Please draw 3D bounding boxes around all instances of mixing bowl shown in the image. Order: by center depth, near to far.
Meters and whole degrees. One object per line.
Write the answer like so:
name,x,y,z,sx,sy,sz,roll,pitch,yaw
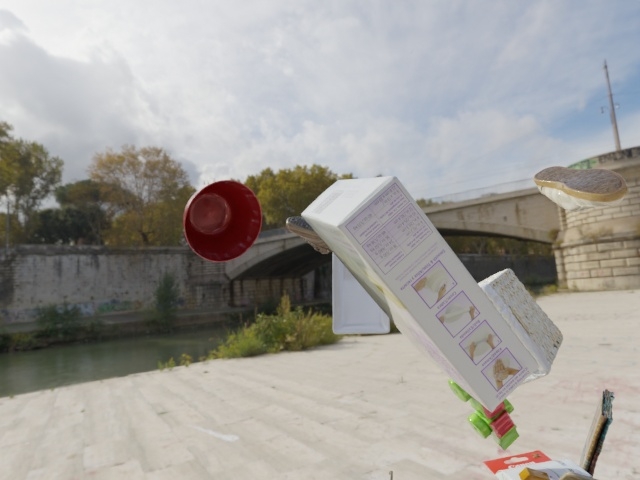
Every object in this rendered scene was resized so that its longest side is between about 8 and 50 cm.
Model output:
mixing bowl,-0.233,-0.051,0.920,0.181,0.182,0.098,1,13,-38

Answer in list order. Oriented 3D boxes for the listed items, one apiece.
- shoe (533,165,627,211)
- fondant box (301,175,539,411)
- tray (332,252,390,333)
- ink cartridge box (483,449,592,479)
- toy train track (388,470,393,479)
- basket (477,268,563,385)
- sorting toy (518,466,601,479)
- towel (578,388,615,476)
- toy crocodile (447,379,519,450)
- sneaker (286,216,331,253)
shoe,0.466,-0.090,0.735,0.076,0.058,0.219,-26,15,8
fondant box,0.128,0.061,0.607,0.096,0.330,0.238,-43,14,-5
tray,0.105,0.113,1.087,0.145,0.270,0.030,-3,-21,10
ink cartridge box,0.577,0.621,1.114,0.189,0.066,0.232,-9,3,-4
toy train track,0.172,0.621,1.018,0.014,0.083,0.048,-17,-40,35
basket,0.591,0.317,1.428,0.266,0.328,0.331,-23,-16,-44
sorting toy,0.570,0.632,0.962,0.307,0.229,0.041,21,24,-13
towel,0.828,0.610,1.232,0.040,0.272,0.370,18,4,36
toy crocodile,0.430,0.418,1.058,0.115,0.341,0.105,-34,18,-10
sneaker,0.000,0.000,0.982,0.188,0.071,0.066,15,26,-18
